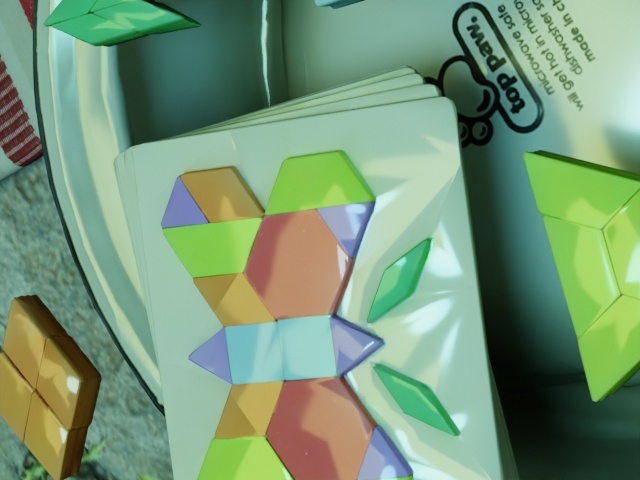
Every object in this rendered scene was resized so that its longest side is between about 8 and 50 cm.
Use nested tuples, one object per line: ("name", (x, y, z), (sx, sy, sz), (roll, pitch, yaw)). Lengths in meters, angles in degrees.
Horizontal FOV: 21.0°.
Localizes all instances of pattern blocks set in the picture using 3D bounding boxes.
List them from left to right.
("pattern blocks set", (-0.005, 0.039, 0.634), (0.285, 0.026, 0.325), (-24, 83, 26))

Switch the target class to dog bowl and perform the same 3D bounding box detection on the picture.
("dog bowl", (0.097, -0.074, 0.670), (0.408, 0.150, 0.408), (3, 96, 26))

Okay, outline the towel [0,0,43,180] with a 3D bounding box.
("towel", (-0.223, -0.153, 1.040), (0.329, 0.037, 0.237), (-25, 88, 43))
